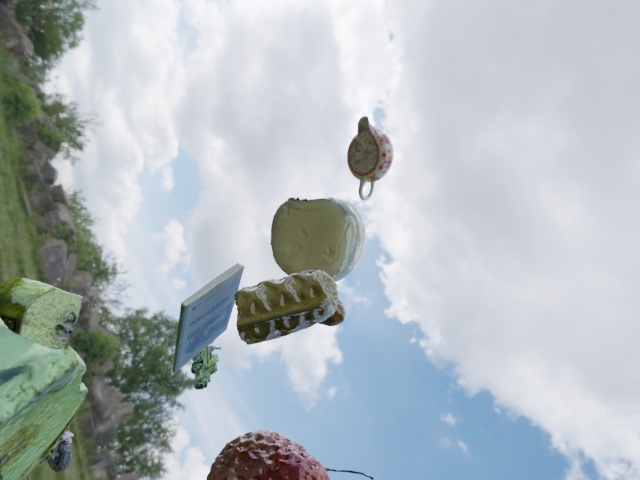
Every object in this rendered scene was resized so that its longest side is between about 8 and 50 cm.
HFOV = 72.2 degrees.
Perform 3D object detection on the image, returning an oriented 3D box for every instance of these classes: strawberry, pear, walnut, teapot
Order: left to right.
[{"bbox_3d":[-0.555,0.231,0.727,0.282,0.176,0.286,30,-50,5],"label":"pear"},{"bbox_3d":[-0.838,0.235,1.242,0.255,0.164,0.238,75,25,-71],"label":"pear"},{"bbox_3d":[-0.132,0.582,1.102,0.336,0.265,0.149,-12,-79,33],"label":"strawberry"},{"bbox_3d":[0.011,0.283,1.831,0.245,0.137,0.137,14,-70,47],"label":"walnut"},{"bbox_3d":[0.150,-0.245,1.336,0.159,0.116,0.245,2,-87,33],"label":"teapot"}]

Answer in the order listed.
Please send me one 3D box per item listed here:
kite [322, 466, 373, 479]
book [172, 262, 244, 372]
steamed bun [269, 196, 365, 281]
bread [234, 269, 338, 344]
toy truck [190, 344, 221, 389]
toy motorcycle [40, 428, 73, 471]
[{"bbox_3d":[-0.019,0.774,1.415,0.022,0.361,0.204,-93,-163,-63],"label":"kite"},{"bbox_3d":[-0.304,0.208,1.174,0.025,0.215,0.282,34,-49,15],"label":"book"},{"bbox_3d":[0.000,0.000,1.564,0.334,0.233,0.311,11,-86,27],"label":"steamed bun"},{"bbox_3d":[-0.082,0.163,1.119,0.130,0.268,0.152,-112,-173,-63],"label":"bread"},{"bbox_3d":[-0.517,0.545,1.975,0.128,0.135,0.259,-127,-141,-51],"label":"toy truck"},{"bbox_3d":[-0.733,0.479,1.146,0.239,0.108,0.204,0,-96,12],"label":"toy motorcycle"}]
